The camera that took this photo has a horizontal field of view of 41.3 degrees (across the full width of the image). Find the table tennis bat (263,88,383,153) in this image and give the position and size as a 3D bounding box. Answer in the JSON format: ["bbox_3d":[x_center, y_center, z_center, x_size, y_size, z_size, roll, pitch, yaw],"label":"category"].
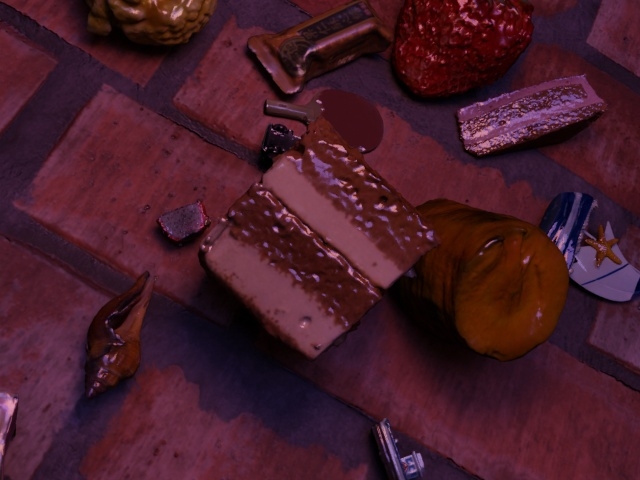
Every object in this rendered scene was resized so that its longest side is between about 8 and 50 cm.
[{"bbox_3d":[0.010,-0.228,1.579,0.234,0.022,0.131,8,66,-18],"label":"table tennis bat"}]

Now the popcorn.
[{"bbox_3d":[-0.306,-0.448,1.474,0.256,0.195,0.255,32,71,-3],"label":"popcorn"}]

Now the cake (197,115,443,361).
[{"bbox_3d":[0.000,0.000,1.304,0.282,0.256,0.290,41,97,0],"label":"cake"}]

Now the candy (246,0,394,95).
[{"bbox_3d":[0.006,-0.369,1.595,0.271,0.101,0.143,-26,72,-21],"label":"candy"}]

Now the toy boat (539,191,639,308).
[{"bbox_3d":[0.543,0.044,1.639,0.291,0.067,0.220,38,61,-13],"label":"toy boat"}]

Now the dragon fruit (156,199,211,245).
[{"bbox_3d":[-0.219,-0.026,1.389,0.083,0.060,0.056,-25,83,0],"label":"dragon fruit"}]

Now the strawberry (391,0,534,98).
[{"bbox_3d":[0.269,-0.421,1.660,0.261,0.257,0.261,21,41,-20],"label":"strawberry"}]

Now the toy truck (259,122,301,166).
[{"bbox_3d":[-0.035,-0.150,1.494,0.147,0.079,0.065,18,64,-12],"label":"toy truck"}]

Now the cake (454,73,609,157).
[{"bbox_3d":[0.410,-0.240,1.698,0.295,0.113,0.115,-14,71,-11],"label":"cake"}]

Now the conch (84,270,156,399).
[{"bbox_3d":[-0.308,0.140,1.277,0.080,0.086,0.232,-17,51,18],"label":"conch"}]

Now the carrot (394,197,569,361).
[{"bbox_3d":[0.257,0.061,1.428,0.242,0.341,0.241,-2,98,-16],"label":"carrot"}]

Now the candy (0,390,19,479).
[{"bbox_3d":[-0.444,0.280,1.059,0.116,0.265,0.155,11,65,-18],"label":"candy"}]

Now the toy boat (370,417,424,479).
[{"bbox_3d":[0.127,0.348,1.343,0.066,0.059,0.140,-16,75,-7],"label":"toy boat"}]
